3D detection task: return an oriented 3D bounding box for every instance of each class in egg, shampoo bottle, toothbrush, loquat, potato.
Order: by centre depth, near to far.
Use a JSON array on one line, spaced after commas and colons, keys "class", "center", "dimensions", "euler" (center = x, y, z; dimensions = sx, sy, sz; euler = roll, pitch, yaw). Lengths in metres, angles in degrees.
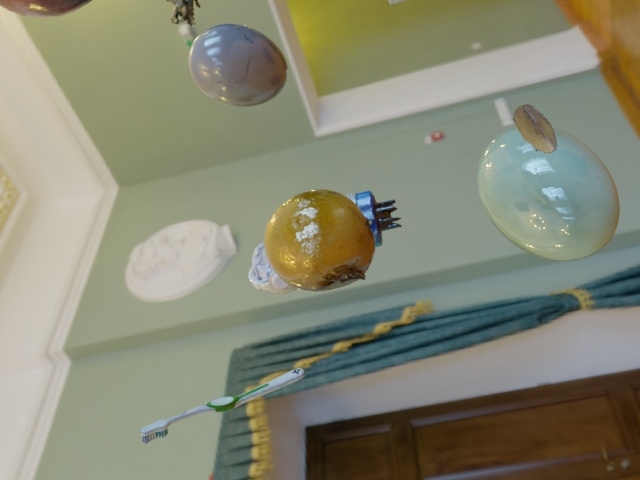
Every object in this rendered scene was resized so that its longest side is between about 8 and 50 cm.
[{"class": "loquat", "center": [0.000, 0.000, 0.912], "dimensions": [0.141, 0.141, 0.141], "euler": [-13, -90, -80]}, {"class": "shampoo bottle", "center": [0.029, -0.022, 1.070], "dimensions": [0.050, 0.183, 0.087], "euler": [33, -134, -74]}, {"class": "potato", "center": [0.348, -0.184, 1.156], "dimensions": [0.093, 0.037, 0.036], "euler": [50, -123, -9]}, {"class": "toothbrush", "center": [-0.159, 0.275, 1.214], "dimensions": [0.030, 0.304, 0.030], "euler": [42, 141, 46]}, {"class": "egg", "center": [-0.148, -0.318, 1.305], "dimensions": [0.199, 0.146, 0.146], "euler": [0, -105, -41]}, {"class": "egg", "center": [0.522, -0.112, 1.657], "dimensions": [0.389, 0.276, 0.276], "euler": [59, 174, 47]}]

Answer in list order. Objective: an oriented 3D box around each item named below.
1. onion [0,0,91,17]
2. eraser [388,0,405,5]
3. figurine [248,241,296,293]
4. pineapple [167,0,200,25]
[{"class": "onion", "center": [-0.275, -0.293, 0.685], "dimensions": [0.195, 0.160, 0.159], "euler": [26, 135, 62]}, {"class": "eraser", "center": [0.144, -0.696, 1.637], "dimensions": [0.130, 0.086, 0.287], "euler": [74, 176, -68]}, {"class": "figurine", "center": [-0.064, 0.036, 1.483], "dimensions": [0.141, 0.237, 0.162], "euler": [53, -136, -20]}, {"class": "pineapple", "center": [-0.286, -0.626, 1.637], "dimensions": [0.361, 0.175, 0.175], "euler": [-41, 53, 55]}]
